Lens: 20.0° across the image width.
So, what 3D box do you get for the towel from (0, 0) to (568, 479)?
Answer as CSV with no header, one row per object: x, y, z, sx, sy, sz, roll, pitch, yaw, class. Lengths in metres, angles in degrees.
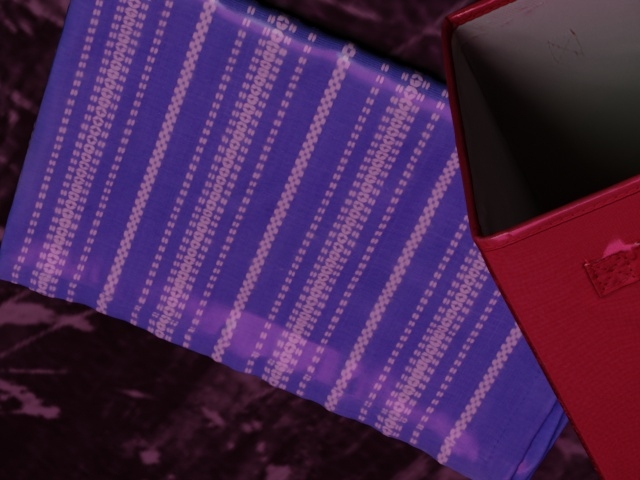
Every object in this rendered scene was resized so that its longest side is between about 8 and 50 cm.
0.000,0.000,0.975,0.336,0.040,0.243,23,132,-2,towel

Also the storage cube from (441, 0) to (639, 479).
0.178,-0.014,0.784,0.183,0.215,0.193,-22,121,14,storage cube
